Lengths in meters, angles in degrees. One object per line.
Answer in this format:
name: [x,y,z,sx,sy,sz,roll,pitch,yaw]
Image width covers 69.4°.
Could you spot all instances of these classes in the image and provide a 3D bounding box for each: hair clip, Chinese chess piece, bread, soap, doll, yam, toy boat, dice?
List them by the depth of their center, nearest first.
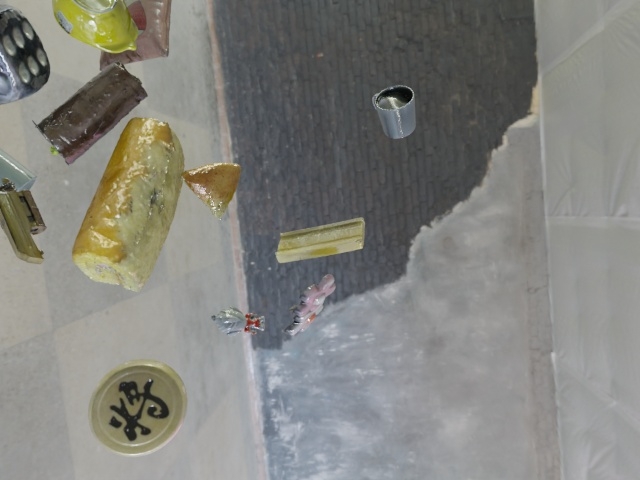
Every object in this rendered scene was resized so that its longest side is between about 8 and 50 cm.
dice: [-0.756,-0.423,1.055,0.182,0.183,0.181,-97,-179,-48]
bread: [-0.438,-0.088,1.102,0.236,0.165,0.375,114,-11,-63]
toy boat: [-0.737,-0.047,1.146,0.088,0.068,0.226,-22,83,-48]
bread: [-0.249,-0.143,1.149,0.054,0.136,0.154,24,-26,48]
yam: [-0.570,-0.322,1.156,0.131,0.280,0.131,43,-10,9]
soap: [0.000,0.001,1.256,0.092,0.252,0.037,-80,152,-43]
Chinese chess piece: [-0.501,0.460,1.280,0.104,0.257,0.257,151,-64,-71]
hair clip: [-0.031,0.179,1.283,0.075,0.146,0.257,54,-35,16]
doll: [-0.256,0.254,1.443,0.079,0.180,0.094,-33,-129,57]

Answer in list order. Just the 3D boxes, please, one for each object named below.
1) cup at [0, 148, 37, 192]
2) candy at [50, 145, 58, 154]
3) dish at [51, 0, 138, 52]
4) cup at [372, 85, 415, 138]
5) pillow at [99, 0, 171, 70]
cup: [-1.100,-0.233,1.460,0.312,0.205,0.205,45,25,-21]
candy: [-0.869,-0.312,1.524,0.123,0.035,0.035,-14,-93,55]
dish: [-0.483,-0.501,0.990,0.149,0.207,0.080,-60,-167,-24]
cup: [0.147,-0.264,0.944,0.100,0.078,0.077,38,-18,37]
pillow: [-0.492,-0.574,1.239,0.084,0.236,0.223,20,67,-63]
